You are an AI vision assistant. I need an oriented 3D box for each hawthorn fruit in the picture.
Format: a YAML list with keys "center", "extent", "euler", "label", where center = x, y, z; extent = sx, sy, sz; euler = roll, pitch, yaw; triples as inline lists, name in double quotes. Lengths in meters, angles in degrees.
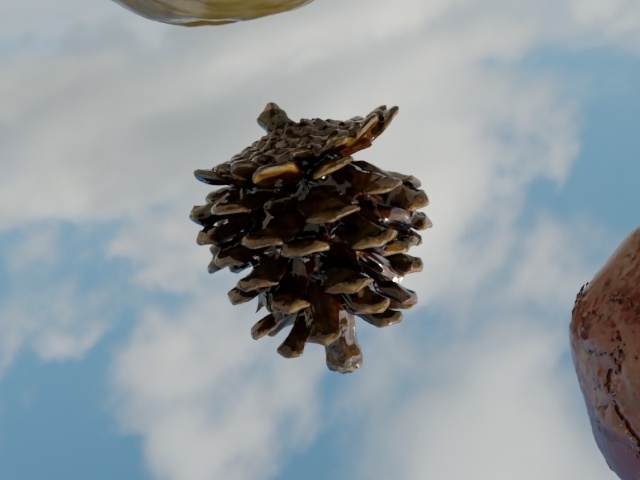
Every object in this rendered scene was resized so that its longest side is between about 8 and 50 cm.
- center: [0.234, 0.085, 0.707]
  extent: [0.181, 0.181, 0.235]
  euler: [-13, -155, 1]
  label: "hawthorn fruit"

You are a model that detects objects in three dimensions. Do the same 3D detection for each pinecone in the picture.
- center: [0.001, 0.000, 0.999]
  extent: [0.185, 0.212, 0.169]
  euler: [-14, -151, 16]
  label: "pinecone"

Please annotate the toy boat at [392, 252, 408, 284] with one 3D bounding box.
- center: [0.029, 0.018, 1.305]
  extent: [0.122, 0.096, 0.034]
  euler: [8, -169, -24]
  label: "toy boat"

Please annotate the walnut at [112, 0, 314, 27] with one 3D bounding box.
- center: [-0.067, -0.240, 0.857]
  extent: [0.221, 0.195, 0.195]
  euler: [-8, -157, -21]
  label: "walnut"
